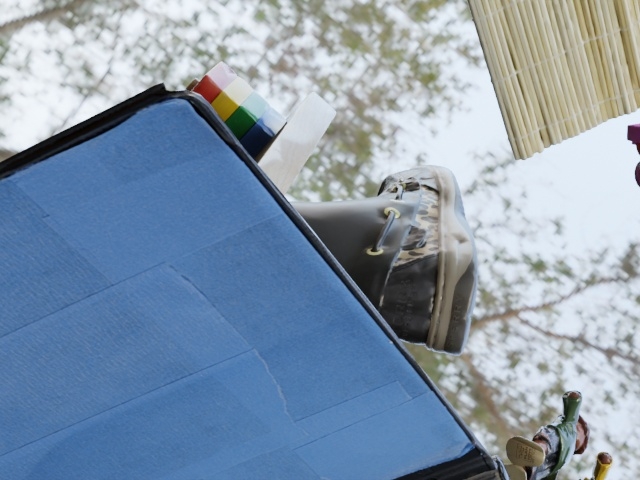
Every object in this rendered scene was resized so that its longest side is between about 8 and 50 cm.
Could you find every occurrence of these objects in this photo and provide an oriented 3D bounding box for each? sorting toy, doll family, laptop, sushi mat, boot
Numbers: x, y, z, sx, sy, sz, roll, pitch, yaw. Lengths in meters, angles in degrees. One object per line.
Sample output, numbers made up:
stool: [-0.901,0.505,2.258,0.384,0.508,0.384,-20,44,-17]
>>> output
sorting toy: [-0.125,0.007,0.785,0.255,0.089,0.257,-45,-172,22]
doll family: [0.131,0.186,0.724,0.076,0.111,0.193,33,-70,24]
laptop: [-0.099,0.218,0.473,0.382,0.236,0.407,-24,-99,15]
sushi mat: [0.194,-0.215,1.007,0.151,0.316,0.019,-25,-141,0]
boot: [0.000,0.000,1.252,0.377,0.284,0.138,-95,-169,-68]

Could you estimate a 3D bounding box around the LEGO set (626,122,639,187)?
LEGO set: [0.318,-0.021,0.819,0.227,0.087,0.093,24,-60,57]
